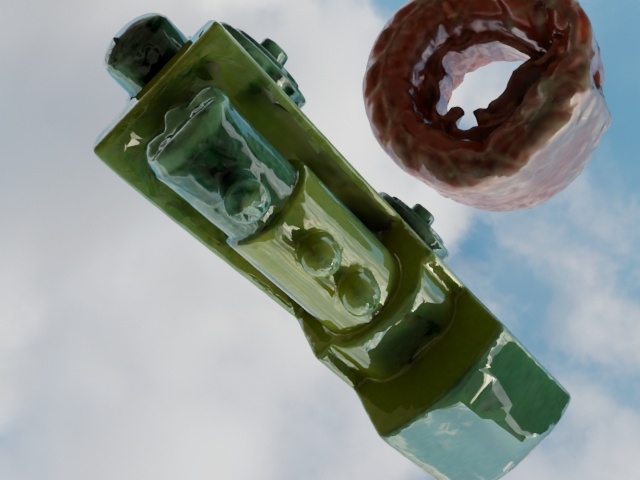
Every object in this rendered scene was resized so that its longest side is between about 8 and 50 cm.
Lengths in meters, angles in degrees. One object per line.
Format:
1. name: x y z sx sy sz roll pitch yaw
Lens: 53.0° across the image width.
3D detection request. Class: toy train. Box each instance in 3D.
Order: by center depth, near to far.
1. toy train: 0.000 0.000 0.455 0.150 0.369 0.237 -44 -149 5

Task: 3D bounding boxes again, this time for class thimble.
1. thimble: 0.170 -0.148 0.659 0.239 0.162 0.239 -8 -105 31
